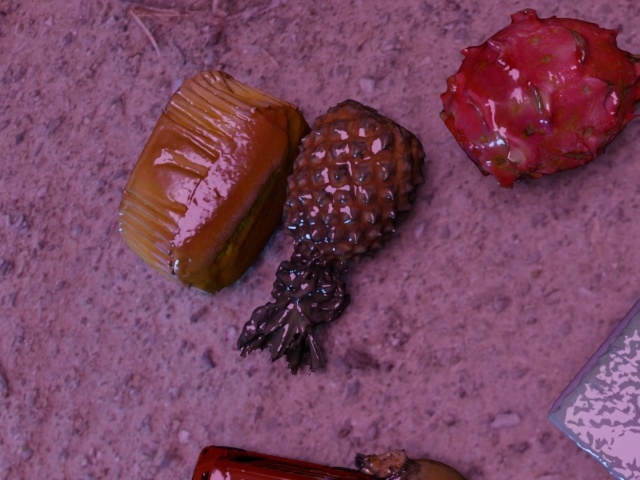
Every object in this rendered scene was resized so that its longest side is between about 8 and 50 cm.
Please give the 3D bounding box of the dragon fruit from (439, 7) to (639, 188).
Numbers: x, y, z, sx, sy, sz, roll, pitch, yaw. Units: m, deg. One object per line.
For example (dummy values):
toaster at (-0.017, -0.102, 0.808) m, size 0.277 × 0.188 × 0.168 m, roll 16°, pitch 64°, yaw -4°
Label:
dragon fruit at (0.277, -0.174, 1.073) m, size 0.268 × 0.205 × 0.210 m, roll -12°, pitch 109°, yaw -4°

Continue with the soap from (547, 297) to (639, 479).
soap at (0.483, 0.100, 0.943) m, size 0.261 × 0.156 × 0.446 m, roll 41°, pitch 94°, yaw 29°

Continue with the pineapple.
pineapple at (0.000, 0.000, 1.165) m, size 0.175 × 0.175 × 0.361 m, roll 33°, pitch 97°, yaw 25°

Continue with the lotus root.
lotus root at (0.130, 0.325, 1.055) m, size 0.118 × 0.125 × 0.221 m, roll -44°, pitch 74°, yaw 21°

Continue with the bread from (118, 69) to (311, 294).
bread at (-0.130, -0.073, 1.207) m, size 0.156 × 0.204 × 0.288 m, roll 29°, pitch 85°, yaw 29°

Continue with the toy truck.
toy truck at (-0.061, 0.328, 1.135) m, size 0.253 × 0.114 × 0.107 m, roll 5°, pitch 81°, yaw 22°
